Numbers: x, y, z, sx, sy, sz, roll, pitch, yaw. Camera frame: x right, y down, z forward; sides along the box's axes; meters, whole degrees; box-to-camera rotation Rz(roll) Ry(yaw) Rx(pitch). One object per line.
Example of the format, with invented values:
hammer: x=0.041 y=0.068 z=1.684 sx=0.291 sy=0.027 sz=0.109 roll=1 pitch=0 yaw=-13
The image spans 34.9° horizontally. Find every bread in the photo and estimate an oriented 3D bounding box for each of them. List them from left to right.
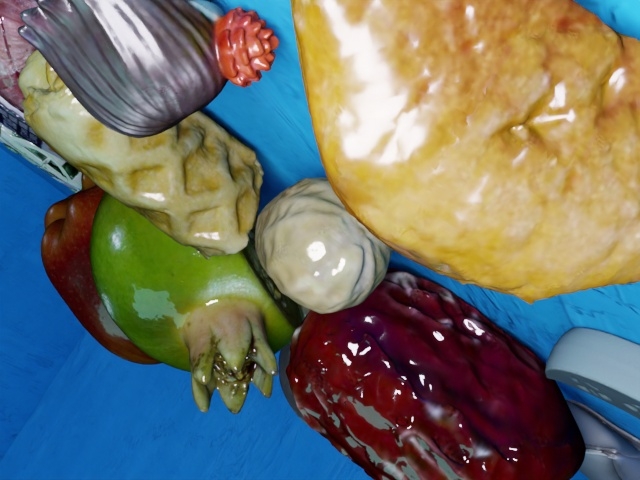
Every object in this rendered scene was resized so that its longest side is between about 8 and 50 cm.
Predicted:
bread: x=-0.179 y=-0.100 z=1.018 sx=0.267 sy=0.130 sz=0.152 roll=38 pitch=-174 yaw=-33
bread: x=0.069 y=-0.049 z=0.466 sx=0.260 sy=0.134 sz=0.129 roll=34 pitch=172 yaw=-11

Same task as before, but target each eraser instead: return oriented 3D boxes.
eraser: x=-0.384 y=-0.178 z=1.435 sx=0.130 sy=0.086 sz=0.287 roll=34 pitch=171 yaw=-13

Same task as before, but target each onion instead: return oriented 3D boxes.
onion: x=-0.306 y=-0.188 z=1.085 sx=0.151 sy=0.098 sz=0.206 roll=20 pitch=166 yaw=47

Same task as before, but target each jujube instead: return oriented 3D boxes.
jujube: x=0.133 y=0.195 z=1.205 sx=0.376 sy=0.258 sz=0.258 roll=32 pitch=171 yaw=-4

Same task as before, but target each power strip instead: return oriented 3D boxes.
power strip: x=0.337 y=0.162 z=0.969 sx=0.253 sy=0.054 sz=0.167 roll=30 pitch=172 yaw=14

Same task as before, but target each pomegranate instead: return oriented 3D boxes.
pomegranate: x=-0.164 y=0.062 z=1.252 sx=0.310 sy=0.216 sz=0.358 roll=62 pitch=-170 yaw=-46

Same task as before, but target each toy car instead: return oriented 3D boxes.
toy car: x=-0.455 y=-0.159 z=1.768 sx=0.224 sy=0.090 sz=0.076 roll=37 pitch=164 yaw=-29

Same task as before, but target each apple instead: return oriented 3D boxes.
apple: x=-0.263 y=0.026 z=1.559 sx=0.317 sy=0.288 sz=0.288 roll=45 pitch=167 yaw=-18

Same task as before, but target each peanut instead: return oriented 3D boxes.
peanut: x=0.000 y=0.000 z=0.996 sx=0.130 sy=0.130 sz=0.290 roll=33 pitch=177 yaw=-7

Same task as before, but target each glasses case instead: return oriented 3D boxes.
glasses case: x=0.407 y=0.304 z=1.416 sx=0.128 sy=0.083 sz=0.308 roll=15 pitch=162 yaw=43

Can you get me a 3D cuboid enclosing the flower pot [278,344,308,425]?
flower pot: x=0.056 y=0.205 z=1.739 sx=0.235 sy=0.235 sz=0.148 roll=31 pitch=-169 yaw=3

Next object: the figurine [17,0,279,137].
figurine: x=-0.151 y=-0.170 z=0.664 sx=0.138 sy=0.110 sz=0.245 roll=-14 pitch=134 yaw=44

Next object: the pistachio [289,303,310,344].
pistachio: x=-0.017 y=0.081 z=1.465 sx=0.238 sy=0.138 sz=0.153 roll=34 pitch=-153 yaw=-12
